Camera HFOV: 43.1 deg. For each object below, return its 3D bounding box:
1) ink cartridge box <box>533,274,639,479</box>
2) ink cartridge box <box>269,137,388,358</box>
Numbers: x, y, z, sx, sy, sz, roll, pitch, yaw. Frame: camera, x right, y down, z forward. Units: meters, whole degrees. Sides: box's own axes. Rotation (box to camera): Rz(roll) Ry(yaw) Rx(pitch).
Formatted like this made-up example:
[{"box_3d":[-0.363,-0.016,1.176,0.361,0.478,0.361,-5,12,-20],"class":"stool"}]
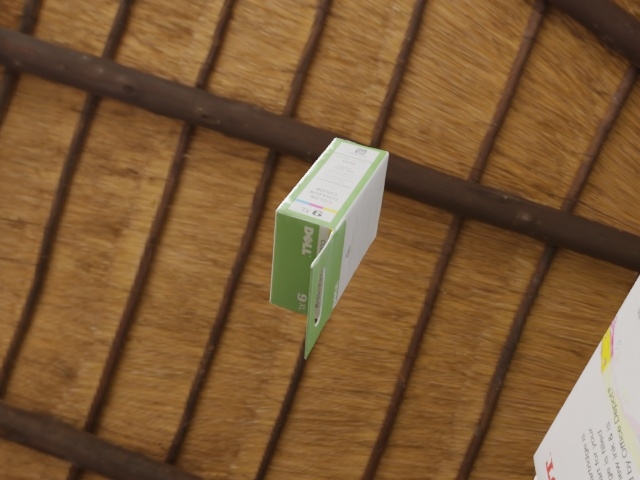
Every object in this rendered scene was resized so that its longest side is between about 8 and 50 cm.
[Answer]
[{"box_3d":[0.214,0.126,0.401,0.201,0.117,0.278,-85,-176,-47],"class":"ink cartridge box"},{"box_3d":[0.000,0.000,0.762,0.062,0.209,0.108,17,-52,13],"class":"ink cartridge box"}]
